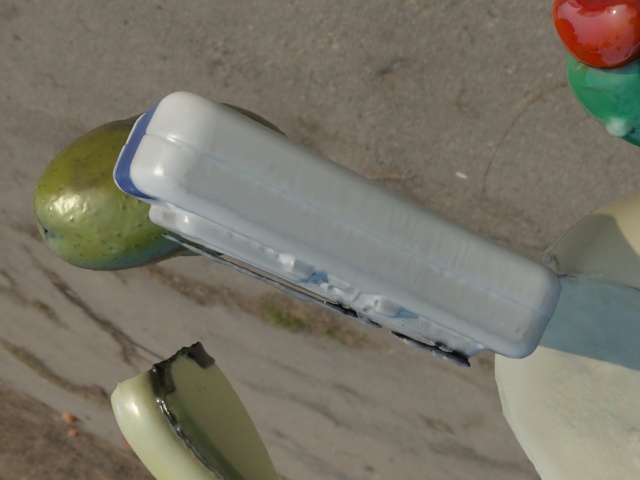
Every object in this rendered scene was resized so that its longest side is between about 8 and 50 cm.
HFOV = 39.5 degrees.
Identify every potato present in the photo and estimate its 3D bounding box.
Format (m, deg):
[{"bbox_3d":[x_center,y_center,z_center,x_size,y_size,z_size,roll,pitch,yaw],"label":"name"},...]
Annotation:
[{"bbox_3d":[-0.139,-0.048,0.827,0.169,0.248,0.143,18,122,57],"label":"potato"}]

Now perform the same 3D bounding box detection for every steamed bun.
[{"bbox_3d":[0.307,0.112,0.715,0.324,0.206,0.324,36,141,36],"label":"steamed bun"}]

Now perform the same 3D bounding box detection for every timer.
[{"bbox_3d":[0.000,0.000,0.542,0.253,0.078,0.178,25,176,-16],"label":"timer"}]

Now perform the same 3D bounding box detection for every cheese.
[{"bbox_3d":[-0.057,0.196,0.672,0.251,0.054,0.127,57,-164,3],"label":"cheese"}]

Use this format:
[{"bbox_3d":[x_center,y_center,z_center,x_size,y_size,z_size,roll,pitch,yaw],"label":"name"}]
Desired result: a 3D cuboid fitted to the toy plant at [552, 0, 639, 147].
[{"bbox_3d":[0.278,-0.054,0.410,0.279,0.185,0.400,34,-156,33],"label":"toy plant"}]
